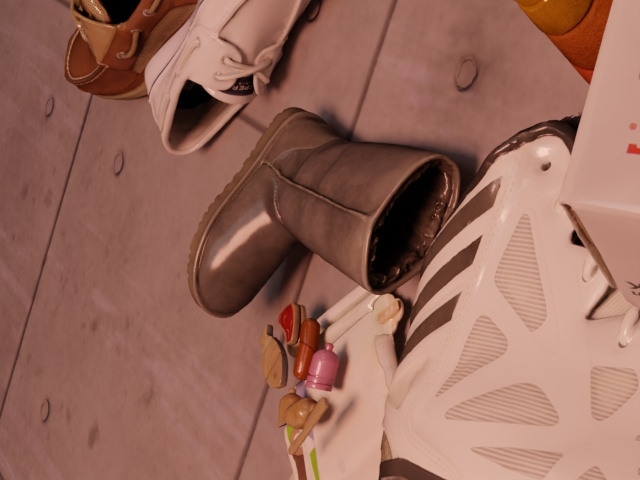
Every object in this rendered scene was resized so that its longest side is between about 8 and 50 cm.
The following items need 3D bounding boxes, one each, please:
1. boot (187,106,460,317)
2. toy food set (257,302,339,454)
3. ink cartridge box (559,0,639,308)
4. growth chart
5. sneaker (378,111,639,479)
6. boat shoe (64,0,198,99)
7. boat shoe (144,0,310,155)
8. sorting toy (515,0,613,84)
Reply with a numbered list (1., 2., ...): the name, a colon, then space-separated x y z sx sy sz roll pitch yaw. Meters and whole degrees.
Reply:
1. boot: -0.002 0.000 0.980 0.208 0.076 0.190 34 101 52
2. toy food set: -0.012 0.092 0.994 0.078 0.019 0.122 -57 31 33
3. ink cartridge box: 0.223 -0.101 0.510 0.197 0.114 0.273 10 76 28
4. growth chart: 0.021 0.147 0.963 0.172 0.021 0.237 -36 52 48
5. sneaker: 0.163 0.052 0.634 0.447 0.169 0.258 -7 77 59
6. boat shoe: -0.166 -0.223 1.259 0.324 0.119 0.123 -24 61 52
7. boat shoe: -0.068 -0.152 1.133 0.258 0.095 0.084 135 131 -56
8. sorting toy: 0.186 -0.244 0.723 0.127 0.126 0.366 34 111 55
